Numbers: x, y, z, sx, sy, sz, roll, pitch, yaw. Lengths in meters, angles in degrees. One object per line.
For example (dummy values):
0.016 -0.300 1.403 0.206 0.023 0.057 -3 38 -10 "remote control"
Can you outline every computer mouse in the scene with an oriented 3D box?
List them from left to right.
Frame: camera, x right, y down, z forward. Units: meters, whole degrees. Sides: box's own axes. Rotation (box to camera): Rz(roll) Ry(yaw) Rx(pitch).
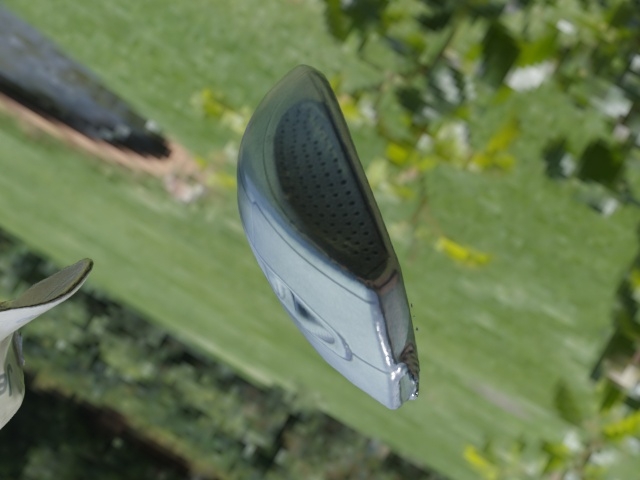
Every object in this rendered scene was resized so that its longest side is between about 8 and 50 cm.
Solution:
0.000 0.000 1.793 0.188 0.122 0.371 75 174 -49 "computer mouse"

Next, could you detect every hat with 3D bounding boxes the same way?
-0.296 0.120 1.759 0.245 0.214 0.149 -9 102 46 "hat"
